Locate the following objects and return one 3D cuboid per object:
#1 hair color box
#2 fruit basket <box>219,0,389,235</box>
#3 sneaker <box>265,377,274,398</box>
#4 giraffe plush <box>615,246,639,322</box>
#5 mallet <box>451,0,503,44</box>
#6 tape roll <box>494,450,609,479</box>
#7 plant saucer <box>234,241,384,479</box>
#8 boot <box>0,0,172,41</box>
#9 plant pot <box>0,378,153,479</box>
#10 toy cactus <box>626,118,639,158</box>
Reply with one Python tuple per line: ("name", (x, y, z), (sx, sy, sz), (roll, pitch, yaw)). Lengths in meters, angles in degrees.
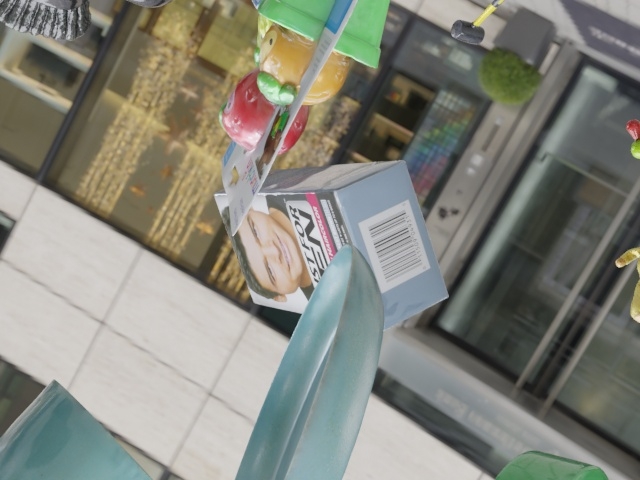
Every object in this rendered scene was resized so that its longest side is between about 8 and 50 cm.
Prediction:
("hair color box", (0.000, 0.000, 1.312), (0.113, 0.185, 0.374), (-25, -167, -25))
("fruit basket", (-0.055, -0.215, 1.217), (0.165, 0.353, 0.327), (29, -165, -18))
("sneaker", (-0.060, 0.314, 1.344), (0.100, 0.272, 0.108), (2, 166, 31))
("giraffe plush", (0.642, 0.041, 1.691), (0.181, 0.170, 0.210), (-5, -123, -15))
("mallet", (0.313, -0.437, 1.797), (0.062, 0.190, 0.039), (4, -121, -24))
("tape roll", (0.240, 0.401, 1.071), (0.077, 0.321, 0.321), (9, 176, 33))
("plant saucer", (-0.020, 0.156, 0.733), (0.043, 0.318, 0.317), (23, -171, -4))
("boot", (-0.362, -0.397, 1.484), (0.348, 0.260, 0.131), (34, -131, 10))
("plant pot", (-0.399, 0.400, 1.475), (0.293, 0.235, 0.293), (40, 161, 17))
("toy cactus", (0.563, -0.114, 1.396), (0.219, 0.180, 0.112), (-4, 177, 8))
